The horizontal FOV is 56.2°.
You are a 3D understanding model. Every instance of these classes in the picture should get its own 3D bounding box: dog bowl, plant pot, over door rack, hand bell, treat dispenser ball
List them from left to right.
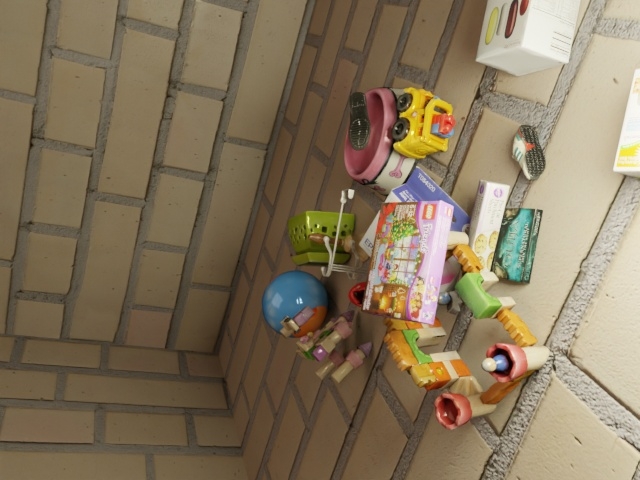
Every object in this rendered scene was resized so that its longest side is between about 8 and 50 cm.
[{"bbox_3d":[-0.108,0.272,2.567,0.288,0.288,0.288,-170,90,-68],"label":"treat dispenser ball"},{"bbox_3d":[0.000,0.000,2.517,0.227,0.228,0.207,162,110,-65],"label":"plant pot"},{"bbox_3d":[0.068,0.003,2.308,0.126,0.242,0.126,-169,90,-68],"label":"hand bell"},{"bbox_3d":[0.144,-0.019,2.140,0.108,0.239,0.324,39,118,59],"label":"over door rack"},{"bbox_3d":[0.221,-0.379,2.218,0.408,0.150,0.408,-170,90,-68],"label":"dog bowl"}]

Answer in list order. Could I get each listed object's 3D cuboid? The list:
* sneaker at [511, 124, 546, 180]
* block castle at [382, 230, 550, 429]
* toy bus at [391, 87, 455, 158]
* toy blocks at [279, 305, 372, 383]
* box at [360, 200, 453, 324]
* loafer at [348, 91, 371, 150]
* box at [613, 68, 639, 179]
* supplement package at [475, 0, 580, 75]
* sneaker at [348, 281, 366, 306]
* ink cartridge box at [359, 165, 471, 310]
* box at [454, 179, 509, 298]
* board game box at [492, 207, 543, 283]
[{"bbox_3d":[0.527,-0.213,1.532,0.075,0.057,0.161,105,164,-63],"label":"sneaker"},{"bbox_3d":[0.314,0.208,1.507,0.303,0.212,0.453,-58,46,37],"label":"block castle"},{"bbox_3d":[0.353,-0.389,1.926,0.211,0.149,0.220,-3,76,55],"label":"toy bus"},{"bbox_3d":[0.036,0.336,2.248,0.260,0.309,0.288,-41,3,-18],"label":"toy blocks"},{"bbox_3d":[0.211,0.049,1.484,0.201,0.057,0.293,2,78,50],"label":"box"},{"bbox_3d":[0.144,-0.419,2.147,0.078,0.080,0.220,57,-146,-72],"label":"loafer"},{"bbox_3d":[0.654,-0.218,1.134,0.114,0.103,0.203,-160,80,-68],"label":"box"},{"bbox_3d":[0.528,-0.554,1.529,0.194,0.149,0.203,-168,89,-68],"label":"supplement package"},{"bbox_3d":[0.157,0.195,2.170,0.279,0.118,0.107,177,103,-68],"label":"sneaker"},{"bbox_3d":[0.296,0.006,1.787,0.324,0.071,0.330,50,134,26],"label":"ink cartridge box"},{"bbox_3d":[0.430,0.002,1.604,0.063,0.067,0.324,-111,31,-76],"label":"box"},{"bbox_3d":[0.499,0.010,1.527,0.126,0.026,0.186,-169,89,-68],"label":"board game box"}]
